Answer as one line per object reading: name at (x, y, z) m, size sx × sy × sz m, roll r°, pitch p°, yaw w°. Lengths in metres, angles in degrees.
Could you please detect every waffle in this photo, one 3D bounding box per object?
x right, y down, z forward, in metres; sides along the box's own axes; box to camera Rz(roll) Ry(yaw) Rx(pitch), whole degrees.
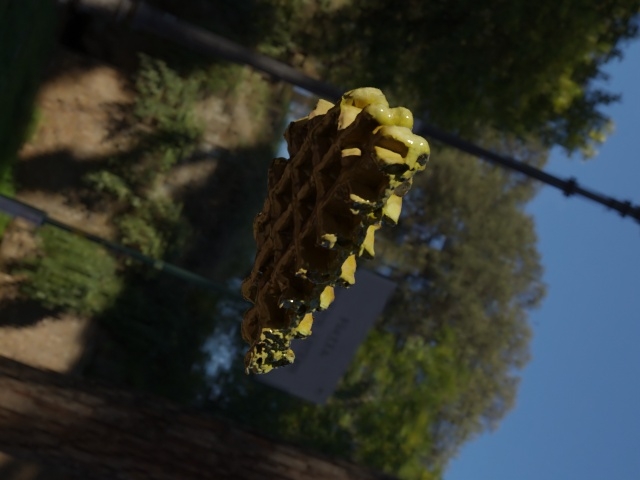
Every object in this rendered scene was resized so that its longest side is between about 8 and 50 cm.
waffle at (0.000, 0.000, 0.737) m, size 0.160 × 0.046 × 0.192 m, roll 40°, pitch -66°, yaw 63°
